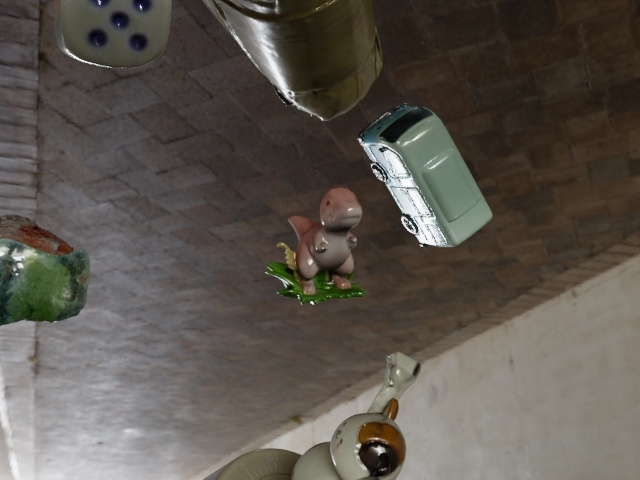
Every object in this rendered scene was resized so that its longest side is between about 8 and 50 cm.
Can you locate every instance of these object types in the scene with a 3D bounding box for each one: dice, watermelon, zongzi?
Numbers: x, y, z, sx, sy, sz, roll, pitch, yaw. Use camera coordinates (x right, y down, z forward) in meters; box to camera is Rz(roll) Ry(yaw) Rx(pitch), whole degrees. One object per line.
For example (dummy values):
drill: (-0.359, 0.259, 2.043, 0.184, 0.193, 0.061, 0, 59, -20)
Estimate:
dice: (-0.378, -0.434, 1.252, 0.192, 0.193, 0.194, -3, 126, -24)
watermelon: (-0.278, 0.010, 0.558, 0.187, 0.139, 0.071, 1, 111, -7)
zongzi: (-0.048, -0.152, 0.371, 0.176, 0.078, 0.160, 34, 161, 21)

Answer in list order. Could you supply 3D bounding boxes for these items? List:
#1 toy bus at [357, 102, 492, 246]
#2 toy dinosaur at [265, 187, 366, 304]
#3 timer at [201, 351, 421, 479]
toy bus: (0.205, -0.123, 1.317, 0.133, 0.271, 0.165, -37, -163, -12)
toy dinosaur: (-0.007, 0.000, 1.047, 0.152, 0.176, 0.194, -3, -165, -15)
timer: (-0.002, 0.216, 0.577, 0.175, 0.175, 0.266, 11, 133, -29)
